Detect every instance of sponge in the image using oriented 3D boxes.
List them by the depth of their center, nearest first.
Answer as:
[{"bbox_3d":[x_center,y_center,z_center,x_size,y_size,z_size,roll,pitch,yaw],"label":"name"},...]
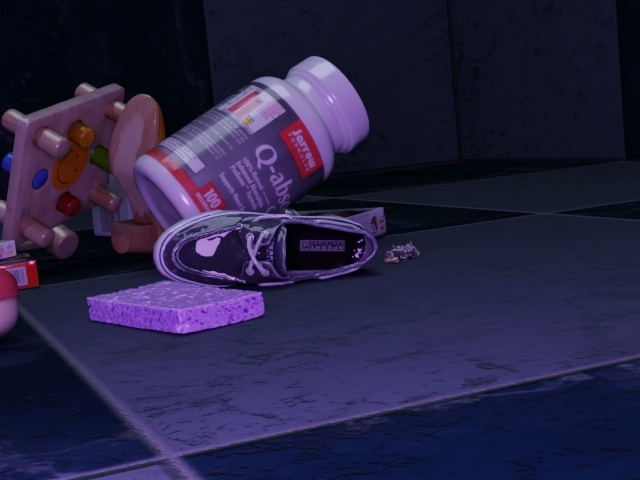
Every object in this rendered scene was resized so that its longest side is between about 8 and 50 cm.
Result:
[{"bbox_3d":[-0.173,0.077,1.237,0.117,0.031,0.210,-11,8,-40],"label":"sponge"}]

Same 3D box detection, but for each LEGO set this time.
[{"bbox_3d":[0.121,0.016,1.558,0.054,0.023,0.083,-5,6,6],"label":"LEGO set"}]

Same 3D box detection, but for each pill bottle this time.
[{"bbox_3d":[-0.109,-0.142,1.752,0.363,0.210,0.210,-37,17,-18],"label":"pill bottle"}]

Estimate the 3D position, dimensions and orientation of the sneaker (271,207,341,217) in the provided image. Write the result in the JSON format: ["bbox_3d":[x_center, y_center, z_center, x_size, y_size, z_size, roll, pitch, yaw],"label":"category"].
[{"bbox_3d":[0.000,0.000,1.616,0.178,0.072,0.077,22,-17,40],"label":"sneaker"}]

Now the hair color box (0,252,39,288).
[{"bbox_3d":[-0.494,0.051,1.685,0.072,0.043,0.141,-9,7,-20],"label":"hair color box"}]

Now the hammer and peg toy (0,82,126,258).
[{"bbox_3d":[-0.463,-0.086,1.864,0.127,0.361,0.266,29,32,17],"label":"hammer and peg toy"}]

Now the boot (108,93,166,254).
[{"bbox_3d":[-0.270,-0.117,1.879,0.104,0.295,0.211,20,18,33],"label":"boot"}]

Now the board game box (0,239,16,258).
[{"bbox_3d":[-0.574,0.025,1.662,0.103,0.026,0.154,0,9,29],"label":"board game box"}]

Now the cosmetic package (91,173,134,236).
[{"bbox_3d":[-0.405,-0.094,2.400,0.151,0.151,0.184,2,10,44],"label":"cosmetic package"}]

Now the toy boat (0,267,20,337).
[{"bbox_3d":[-0.448,0.050,1.167,0.231,0.151,0.151,-3,7,23],"label":"toy boat"}]

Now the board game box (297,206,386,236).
[{"bbox_3d":[-0.063,-0.017,1.870,0.305,0.053,0.193,-2,8,31],"label":"board game box"}]

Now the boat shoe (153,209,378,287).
[{"bbox_3d":[-0.071,0.014,1.424,0.301,0.108,0.102,0,3,-14],"label":"boat shoe"}]
